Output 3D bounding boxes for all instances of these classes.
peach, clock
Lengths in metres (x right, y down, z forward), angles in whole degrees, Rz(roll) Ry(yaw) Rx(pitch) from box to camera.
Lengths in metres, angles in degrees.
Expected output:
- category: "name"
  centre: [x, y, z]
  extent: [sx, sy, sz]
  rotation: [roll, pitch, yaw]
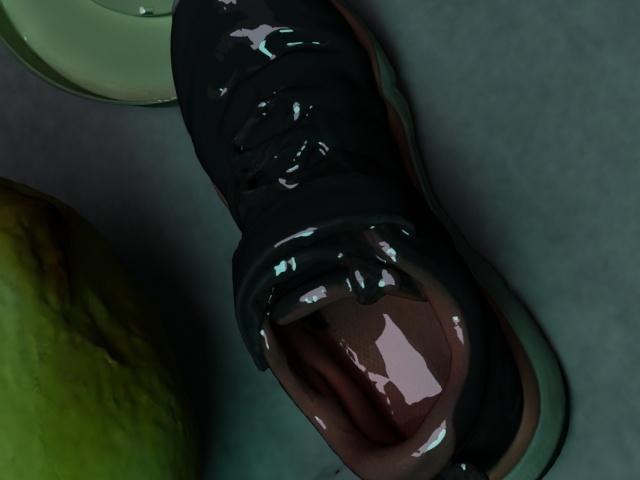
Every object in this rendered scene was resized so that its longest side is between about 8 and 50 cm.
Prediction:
- category: "peach"
  centre: [-0.208, 0.124, 0.852]
  extent: [0.316, 0.314, 0.281]
  rotation: [-33, 47, 5]
- category: "clock"
  centre: [-0.087, -0.184, 0.939]
  extent: [0.235, 0.029, 0.235]
  rotation: [1, 91, 26]

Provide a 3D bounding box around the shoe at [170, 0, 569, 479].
- category: "shoe"
  centre: [0.000, 0.000, 0.836]
  extent: [0.114, 0.137, 0.291]
  rotation: [-34, 80, 23]
